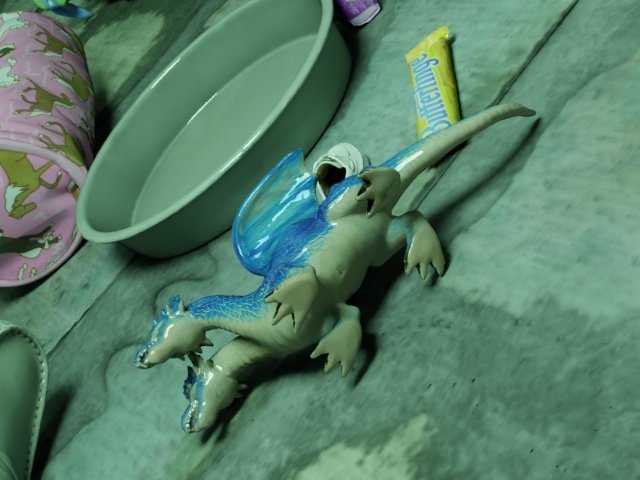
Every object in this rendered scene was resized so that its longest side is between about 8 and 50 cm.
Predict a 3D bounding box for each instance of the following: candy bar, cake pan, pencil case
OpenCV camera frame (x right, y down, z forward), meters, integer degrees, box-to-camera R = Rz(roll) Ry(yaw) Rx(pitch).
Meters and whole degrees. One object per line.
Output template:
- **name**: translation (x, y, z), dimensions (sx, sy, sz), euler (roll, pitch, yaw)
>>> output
- **candy bar**: translation (0.080, -0.103, 0.943), dimensions (0.040, 0.018, 0.161), euler (-34, 28, 22)
- **cake pan**: translation (-0.088, -0.098, 1.138), dimensions (0.293, 0.054, 0.293), euler (-34, 29, 22)
- **pencil case**: translation (-0.315, -0.106, 1.365), dimensions (0.386, 0.160, 0.167), euler (-111, 40, -61)

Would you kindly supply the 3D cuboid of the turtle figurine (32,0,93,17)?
- **turtle figurine**: translation (-0.273, -0.415, 1.703), dimensions (0.198, 0.274, 0.266), euler (35, 75, 29)

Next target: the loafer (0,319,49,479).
- **loafer**: translation (-0.245, 0.188, 0.914), dimensions (0.111, 0.112, 0.319), euler (-19, 44, 34)

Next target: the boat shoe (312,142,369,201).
- **boat shoe**: translation (0.012, -0.046, 0.941), dimensions (0.035, 0.035, 0.100), euler (-36, 28, 19)

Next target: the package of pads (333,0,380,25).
- **package of pads**: translation (0.018, -0.218, 1.157), dimensions (0.032, 0.050, 0.083), euler (-36, 26, -3)

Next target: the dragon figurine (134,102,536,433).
- **dragon figurine**: translation (0.000, 0.000, 0.838), dimensions (0.289, 0.085, 0.144), euler (-53, 27, -10)
